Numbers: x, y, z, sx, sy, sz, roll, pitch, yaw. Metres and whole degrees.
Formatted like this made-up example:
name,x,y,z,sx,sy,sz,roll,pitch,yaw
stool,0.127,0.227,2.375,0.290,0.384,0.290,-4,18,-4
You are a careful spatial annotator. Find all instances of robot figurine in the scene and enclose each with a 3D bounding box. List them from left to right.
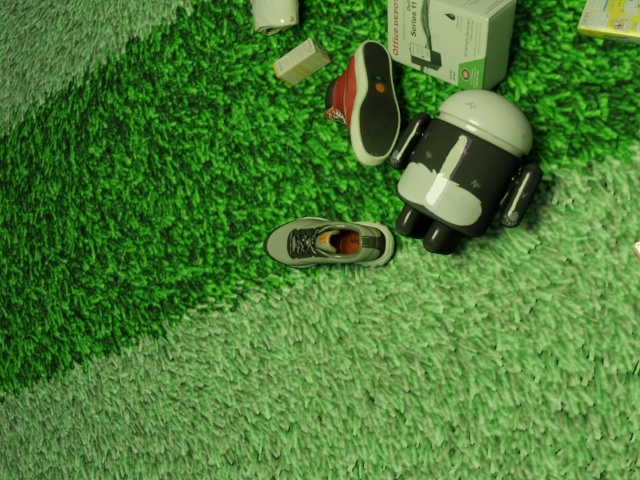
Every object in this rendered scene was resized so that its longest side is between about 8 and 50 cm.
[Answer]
name,x,y,z,sx,sy,sz,roll,pitch,yaw
robot figurine,0.235,-0.114,1.238,0.209,0.173,0.278,25,99,-12

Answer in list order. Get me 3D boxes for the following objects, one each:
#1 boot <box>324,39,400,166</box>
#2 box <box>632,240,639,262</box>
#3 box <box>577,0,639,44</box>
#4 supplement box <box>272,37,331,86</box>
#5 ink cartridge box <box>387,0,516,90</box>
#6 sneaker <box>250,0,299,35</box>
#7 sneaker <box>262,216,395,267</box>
name,x,y,z,sx,sy,sz,roll,pitch,yaw
boot,0.064,-0.221,1.371,0.176,0.089,0.244,-38,46,55
box,0.609,0.015,1.005,0.300,0.142,0.154,-29,69,25
box,0.515,-0.365,1.175,0.179,0.043,0.105,22,94,34
supplement box,-0.038,-0.359,1.497,0.098,0.062,0.036,-28,68,24
ink cartridge box,0.220,-0.364,1.283,0.208,0.153,0.087,31,56,31
sneaker,-0.137,-0.516,1.550,0.292,0.108,0.169,34,130,53
sneaker,0.000,0.000,1.400,0.272,0.108,0.100,-2,84,32
